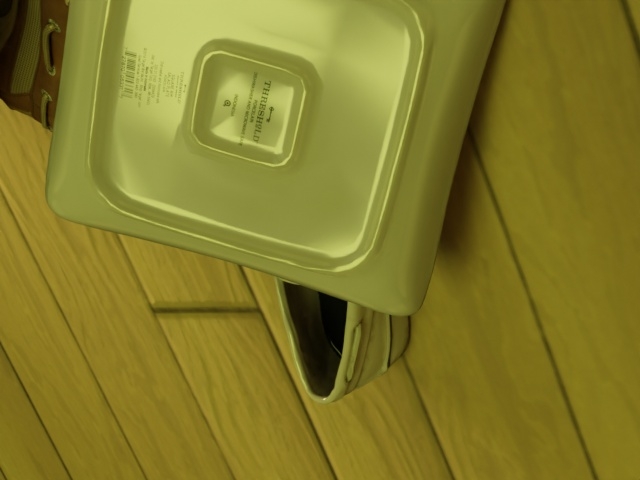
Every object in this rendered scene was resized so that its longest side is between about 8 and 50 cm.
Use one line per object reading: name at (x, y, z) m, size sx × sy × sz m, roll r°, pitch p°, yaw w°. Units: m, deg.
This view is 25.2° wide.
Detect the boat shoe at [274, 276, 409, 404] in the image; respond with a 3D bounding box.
boat shoe at (0.000, 0.000, 1.034) m, size 0.096 × 0.088 × 0.268 m, roll 20°, pitch 132°, yaw 33°

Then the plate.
plate at (-0.042, -0.091, 0.917) m, size 0.278 × 0.045 × 0.277 m, roll 16°, pitch 121°, yaw 5°

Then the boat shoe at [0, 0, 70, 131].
boat shoe at (-0.165, -0.178, 1.046) m, size 0.120 × 0.122 × 0.324 m, roll 46°, pitch 149°, yaw -2°
